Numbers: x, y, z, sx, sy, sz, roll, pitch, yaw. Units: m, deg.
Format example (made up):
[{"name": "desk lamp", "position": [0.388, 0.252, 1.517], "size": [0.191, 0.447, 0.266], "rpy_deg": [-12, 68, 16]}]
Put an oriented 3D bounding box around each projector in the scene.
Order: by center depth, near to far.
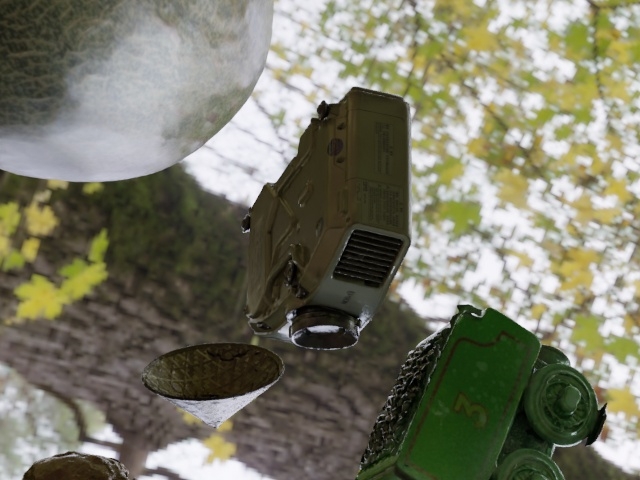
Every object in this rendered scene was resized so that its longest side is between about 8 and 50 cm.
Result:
[{"name": "projector", "position": [0.000, 0.000, 1.268], "size": [0.269, 0.088, 0.194], "rpy_deg": [129, -34, -58]}]

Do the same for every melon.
[{"name": "melon", "position": [-0.151, -0.154, 0.791], "size": [0.248, 0.329, 0.249], "rpy_deg": [-4, -106, 12]}]

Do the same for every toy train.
[{"name": "toy train", "position": [0.152, 0.187, 1.330], "size": [0.243, 0.188, 0.132], "rpy_deg": [-61, -171, -32]}]

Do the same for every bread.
[{"name": "bread", "position": [-0.332, 0.397, 2.032], "size": [0.230, 0.230, 0.123], "rpy_deg": [-17, -145, 45]}]

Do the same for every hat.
[{"name": "hat", "position": [-0.107, 0.161, 1.408], "size": [0.146, 0.146, 0.067], "rpy_deg": [20, -62, 51]}]
